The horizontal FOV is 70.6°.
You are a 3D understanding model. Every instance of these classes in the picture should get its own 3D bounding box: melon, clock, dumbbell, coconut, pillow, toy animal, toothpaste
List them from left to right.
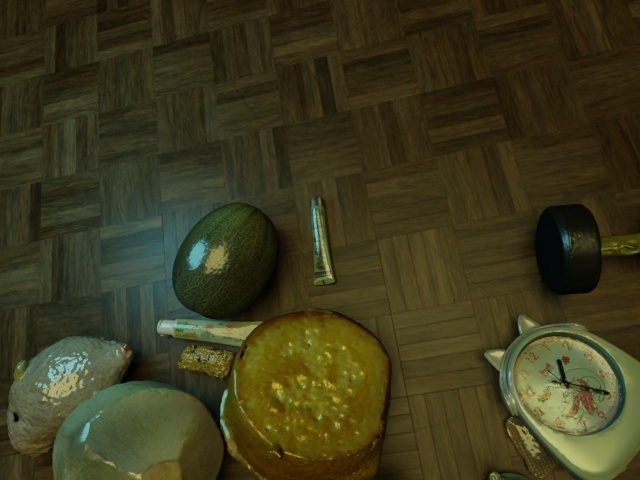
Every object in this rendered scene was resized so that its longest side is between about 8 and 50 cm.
[{"bbox_3d":[-0.644,0.360,1.149,0.359,0.188,0.226,-36,67,-10],"label":"toy animal"},{"bbox_3d":[-0.394,0.476,0.997,0.353,0.352,0.352,-3,75,10],"label":"coconut"},{"bbox_3d":[-0.274,0.238,1.188,0.315,0.058,0.056,4,32,7],"label":"toothpaste"},{"bbox_3d":[-0.232,0.047,1.133,0.238,0.237,0.301,26,79,16],"label":"melon"},{"bbox_3d":[0.000,0.000,1.208,0.062,0.039,0.238,-9,76,12],"label":"toothpaste"},{"bbox_3d":[0.532,0.420,1.002,0.211,0.034,0.135,-26,70,1],"label":"pillow"},{"bbox_3d":[0.526,0.313,0.971,0.265,0.108,0.324,-42,61,-8],"label":"clock"},{"bbox_3d":[0.673,0.009,0.998,0.323,0.203,0.203,-5,74,8],"label":"dumbbell"}]

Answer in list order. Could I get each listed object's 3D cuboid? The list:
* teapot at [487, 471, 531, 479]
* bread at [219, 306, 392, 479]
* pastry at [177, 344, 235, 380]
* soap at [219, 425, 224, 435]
[{"bbox_3d":[0.408,0.578,0.922,0.159,0.159,0.231,-30,72,1],"label":"teapot"},{"bbox_3d":[-0.022,0.325,0.976,0.399,0.215,0.397,5,46,-5],"label":"bread"},{"bbox_3d":[-0.294,0.311,1.170,0.140,0.056,0.079,14,86,7],"label":"pastry"},{"bbox_3d":[-0.089,0.471,1.075,0.259,0.081,0.181,38,83,18],"label":"soap"}]
